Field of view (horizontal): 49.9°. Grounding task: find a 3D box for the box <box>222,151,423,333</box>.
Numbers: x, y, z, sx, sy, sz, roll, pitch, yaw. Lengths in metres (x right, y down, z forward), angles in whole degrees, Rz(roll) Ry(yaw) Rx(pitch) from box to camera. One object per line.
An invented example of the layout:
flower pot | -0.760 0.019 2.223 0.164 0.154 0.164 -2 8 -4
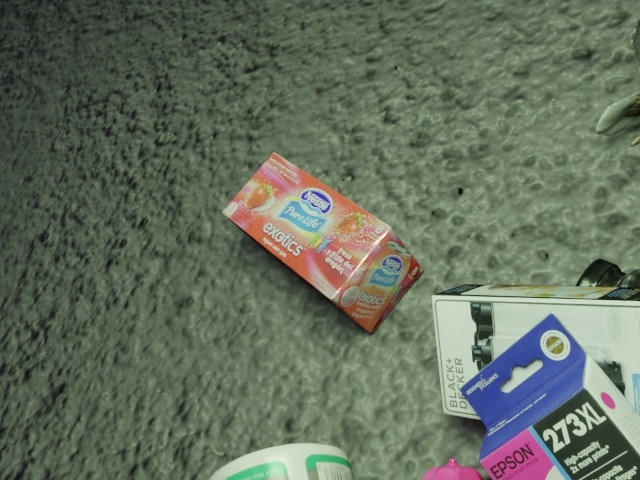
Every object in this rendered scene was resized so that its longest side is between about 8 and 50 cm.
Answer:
box | 0.000 0.000 1.135 0.142 0.154 0.300 -50 50 -5

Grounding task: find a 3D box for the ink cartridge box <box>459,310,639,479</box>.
ink cartridge box | 0.303 0.278 0.749 0.176 0.069 0.371 -52 61 35

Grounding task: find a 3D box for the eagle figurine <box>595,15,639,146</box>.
eagle figurine | 0.534 -0.266 0.956 0.225 0.226 0.298 9 82 -6

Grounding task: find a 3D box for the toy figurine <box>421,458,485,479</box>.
toy figurine | 0.176 0.365 0.871 0.173 0.130 0.159 -56 33 22

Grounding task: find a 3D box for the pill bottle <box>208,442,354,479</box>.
pill bottle | -0.022 0.457 0.848 0.204 0.204 0.361 -25 53 15

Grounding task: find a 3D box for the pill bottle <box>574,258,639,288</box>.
pill bottle | 0.428 0.108 0.849 0.219 0.123 0.123 28 79 38

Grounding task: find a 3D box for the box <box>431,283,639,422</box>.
box | 0.285 0.143 0.844 0.290 0.087 0.169 -1 97 44
